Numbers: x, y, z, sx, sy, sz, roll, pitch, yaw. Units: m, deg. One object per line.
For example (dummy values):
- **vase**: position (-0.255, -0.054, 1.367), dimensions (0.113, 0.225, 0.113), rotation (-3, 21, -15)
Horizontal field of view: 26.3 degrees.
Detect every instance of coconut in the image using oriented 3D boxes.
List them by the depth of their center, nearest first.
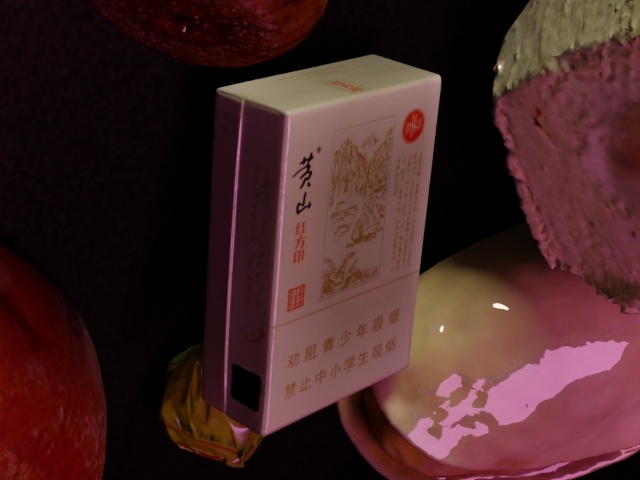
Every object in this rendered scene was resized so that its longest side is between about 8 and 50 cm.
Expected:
- **coconut**: position (0.278, -0.095, 0.850), dimensions (0.254, 0.297, 0.297), rotation (-37, 145, -33)

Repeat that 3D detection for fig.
- **fig**: position (-0.034, -0.185, 0.633), dimensions (0.201, 0.133, 0.146), rotation (-66, -172, -9)

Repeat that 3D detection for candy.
- **candy**: position (-0.056, 0.029, 0.858), dimensions (0.077, 0.073, 0.262), rotation (-33, 138, -45)

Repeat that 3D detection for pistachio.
- **pistachio**: position (0.160, 0.082, 0.995), dimensions (0.299, 0.187, 0.187), rotation (-20, 137, -21)

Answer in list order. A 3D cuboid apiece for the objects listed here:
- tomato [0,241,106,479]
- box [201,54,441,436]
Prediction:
- **tomato**: position (-0.245, 0.145, 0.721), dimensions (0.338, 0.144, 0.338), rotation (-27, 141, -24)
- **box**: position (0.000, 0.000, 0.816), dimensions (0.141, 0.058, 0.201), rotation (-21, 124, -43)
